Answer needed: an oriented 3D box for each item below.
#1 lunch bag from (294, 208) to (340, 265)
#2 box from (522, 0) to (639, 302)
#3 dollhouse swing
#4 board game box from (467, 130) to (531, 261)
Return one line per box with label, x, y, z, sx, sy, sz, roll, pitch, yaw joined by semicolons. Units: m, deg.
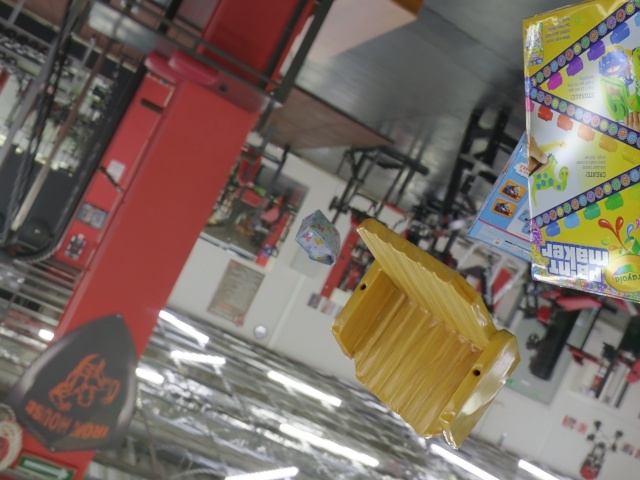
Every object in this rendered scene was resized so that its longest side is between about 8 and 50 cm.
lunch bag;0.000;0.000;1.249;0.083;0.053;0.071;46;-149;-18
box;0.381;-0.102;0.725;0.290;0.279;0.177;-9;-171;-24
dollhouse swing;0.159;0.180;1.381;0.347;0.315;0.305;37;-175;38
board game box;0.331;-0.049;1.044;0.160;0.039;0.211;24;144;4
